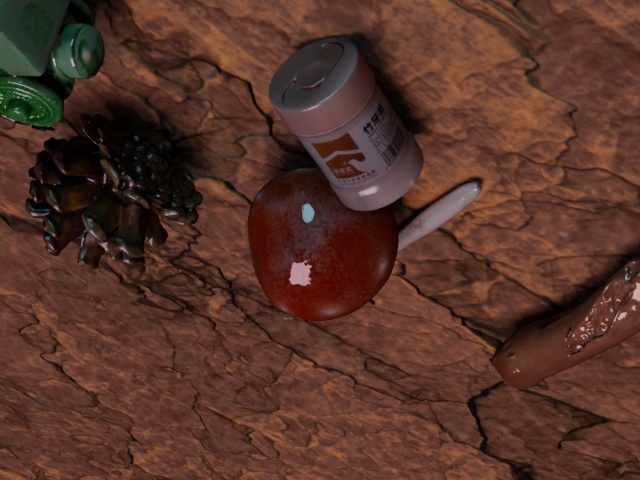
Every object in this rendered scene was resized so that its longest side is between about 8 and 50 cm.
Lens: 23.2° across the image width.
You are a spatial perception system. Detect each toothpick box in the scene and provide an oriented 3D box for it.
[{"bbox_3d":[0.027,-0.112,1.515,0.098,0.098,0.149,-4,139,33],"label":"toothpick box"}]

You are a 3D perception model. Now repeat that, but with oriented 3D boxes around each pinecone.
[{"bbox_3d":[-0.236,-0.049,1.705,0.195,0.150,0.179,-13,140,45],"label":"pinecone"}]

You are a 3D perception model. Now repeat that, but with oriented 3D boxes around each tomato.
[{"bbox_3d":[0.000,0.000,1.635,0.167,0.167,0.167,15,146,10],"label":"tomato"}]

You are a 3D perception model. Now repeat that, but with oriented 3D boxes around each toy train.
[{"bbox_3d":[-0.348,-0.211,1.525,0.266,0.145,0.202,4,154,24],"label":"toy train"}]

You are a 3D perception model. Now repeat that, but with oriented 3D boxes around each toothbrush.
[{"bbox_3d":[0.084,0.004,1.706,0.025,0.029,0.307,39,143,-11],"label":"toothbrush"}]

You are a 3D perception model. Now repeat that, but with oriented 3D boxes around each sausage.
[{"bbox_3d":[0.289,0.089,1.673,0.078,0.078,0.304,31,145,-14],"label":"sausage"}]
